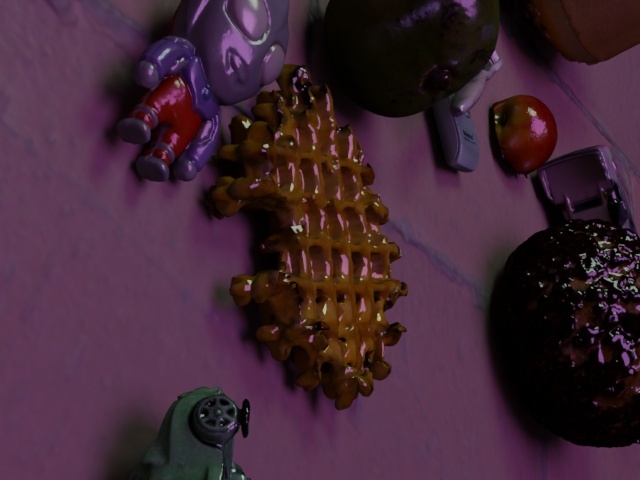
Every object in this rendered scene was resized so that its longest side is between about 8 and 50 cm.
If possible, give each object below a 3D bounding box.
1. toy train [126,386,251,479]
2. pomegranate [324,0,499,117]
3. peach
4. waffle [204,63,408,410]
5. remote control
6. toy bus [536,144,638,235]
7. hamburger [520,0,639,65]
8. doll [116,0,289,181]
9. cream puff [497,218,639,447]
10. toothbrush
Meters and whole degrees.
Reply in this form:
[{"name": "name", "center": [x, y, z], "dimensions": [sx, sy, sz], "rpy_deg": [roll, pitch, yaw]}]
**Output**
[{"name": "toy train", "center": [-0.078, 0.157, 0.682], "dimensions": [0.099, 0.081, 0.149], "rpy_deg": [90, -2, -49]}, {"name": "pomegranate", "center": [0.082, -0.184, 1.060], "dimensions": [0.131, 0.152, 0.191], "rpy_deg": [63, 10, -7]}, {"name": "peach", "center": [0.232, -0.118, 1.348], "dimensions": [0.098, 0.061, 0.098], "rpy_deg": [38, 40, -40]}, {"name": "waffle", "center": [0.000, 0.000, 0.917], "dimensions": [0.231, 0.051, 0.228], "rpy_deg": [54, 32, -32]}, {"name": "remote control", "center": [0.124, -0.148, 1.214], "dimensions": [0.061, 0.029, 0.162], "rpy_deg": [16, 59, -65]}, {"name": "toy bus", "center": [0.340, 0.021, 1.438], "dimensions": [0.112, 0.090, 0.274], "rpy_deg": [-34, 106, -66]}, {"name": "hamburger", "center": [0.326, -0.360, 1.504], "dimensions": [0.300, 0.176, 0.300], "rpy_deg": [31, 52, -51]}, {"name": "doll", "center": [-0.071, -0.131, 0.837], "dimensions": [0.227, 0.075, 0.102], "rpy_deg": [-58, 143, -39]}, {"name": "cream puff", "center": [0.287, 0.092, 1.240], "dimensions": [0.239, 0.165, 0.239], "rpy_deg": [31, 50, -47]}, {"name": "toothbrush", "center": [0.156, -0.164, 1.229], "dimensions": [0.029, 0.025, 0.307], "rpy_deg": [61, 20, -9]}]
